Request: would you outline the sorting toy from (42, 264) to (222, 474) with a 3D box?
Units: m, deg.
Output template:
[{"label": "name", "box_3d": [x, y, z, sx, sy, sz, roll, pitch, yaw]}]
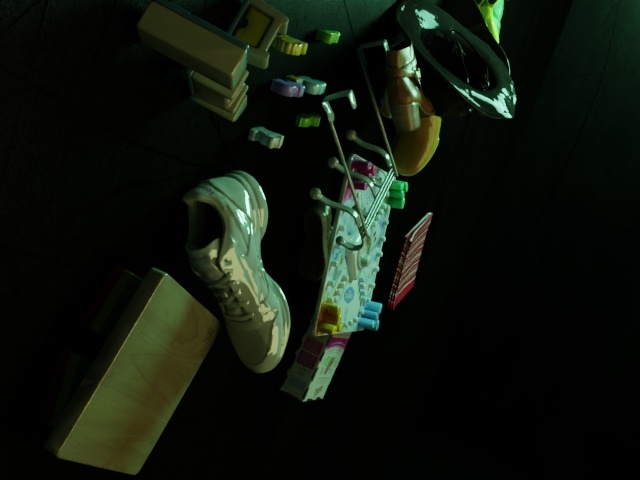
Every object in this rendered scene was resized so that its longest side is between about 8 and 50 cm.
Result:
[{"label": "sorting toy", "box_3d": [-0.269, 0.176, 1.155, 0.256, 0.089, 0.257, -61, 161, -13]}]

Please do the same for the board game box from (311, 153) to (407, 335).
[{"label": "board game box", "box_3d": [0.101, 0.024, 1.914, 0.390, 0.050, 0.390, 12, 91, -71]}]

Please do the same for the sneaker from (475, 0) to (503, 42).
[{"label": "sneaker", "box_3d": [0.390, -0.588, 2.020, 0.296, 0.109, 0.124, 84, 12, -53]}]

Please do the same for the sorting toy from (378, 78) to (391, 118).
[{"label": "sorting toy", "box_3d": [0.150, -0.312, 1.772, 0.083, 0.044, 0.075, -45, 145, -45]}]

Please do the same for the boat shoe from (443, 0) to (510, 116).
[{"label": "boat shoe", "box_3d": [0.360, -0.407, 1.899, 0.104, 0.110, 0.307, 52, 26, -68]}]

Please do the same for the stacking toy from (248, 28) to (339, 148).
[{"label": "stacking toy", "box_3d": [-0.030, -0.247, 1.342, 0.221, 0.052, 0.167, -31, 142, -60]}]

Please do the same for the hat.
[{"label": "hat", "box_3d": [0.246, -0.342, 1.711, 0.134, 0.331, 0.331, -41, 179, 37]}]

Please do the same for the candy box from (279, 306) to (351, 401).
[{"label": "candy box", "box_3d": [0.000, 0.266, 2.023, 0.234, 0.071, 0.159, -67, 161, -1]}]

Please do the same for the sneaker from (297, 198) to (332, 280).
[{"label": "sneaker", "box_3d": [0.000, 0.000, 1.704, 0.071, 0.066, 0.188, -48, 155, -44]}]

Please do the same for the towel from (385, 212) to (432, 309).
[{"label": "towel", "box_3d": [0.277, 0.066, 2.596, 0.199, 0.031, 0.275, -42, 150, -52]}]

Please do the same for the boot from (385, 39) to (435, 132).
[{"label": "boot", "box_3d": [0.165, -0.297, 1.559, 0.197, 0.072, 0.152, -61, 143, -66]}]

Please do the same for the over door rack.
[{"label": "over door rack", "box_3d": [0.060, -0.180, 1.556, 0.239, 0.108, 0.324, -62, 152, -48]}]

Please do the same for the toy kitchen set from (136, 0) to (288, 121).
[{"label": "toy kitchen set", "box_3d": [-0.122, -0.263, 1.029, 0.166, 0.122, 0.207, -62, -179, -10]}]

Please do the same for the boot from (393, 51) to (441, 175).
[{"label": "boot", "box_3d": [0.216, -0.311, 1.882, 0.295, 0.104, 0.211, -68, 157, -10]}]

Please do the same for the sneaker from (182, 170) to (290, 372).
[{"label": "sneaker", "box_3d": [-0.138, 0.055, 1.238, 0.152, 0.114, 0.305, -19, 98, -56]}]
